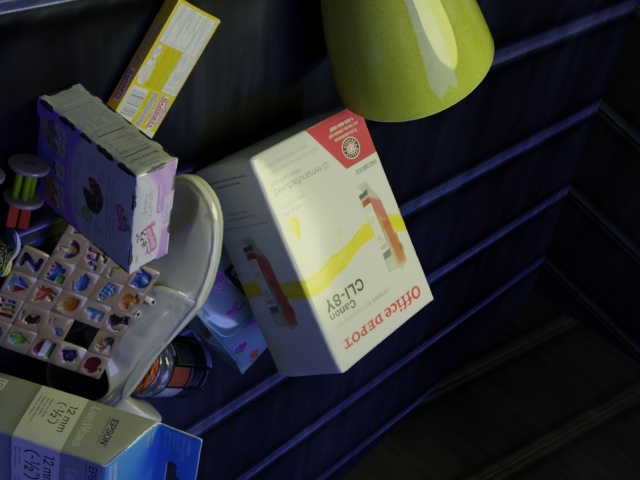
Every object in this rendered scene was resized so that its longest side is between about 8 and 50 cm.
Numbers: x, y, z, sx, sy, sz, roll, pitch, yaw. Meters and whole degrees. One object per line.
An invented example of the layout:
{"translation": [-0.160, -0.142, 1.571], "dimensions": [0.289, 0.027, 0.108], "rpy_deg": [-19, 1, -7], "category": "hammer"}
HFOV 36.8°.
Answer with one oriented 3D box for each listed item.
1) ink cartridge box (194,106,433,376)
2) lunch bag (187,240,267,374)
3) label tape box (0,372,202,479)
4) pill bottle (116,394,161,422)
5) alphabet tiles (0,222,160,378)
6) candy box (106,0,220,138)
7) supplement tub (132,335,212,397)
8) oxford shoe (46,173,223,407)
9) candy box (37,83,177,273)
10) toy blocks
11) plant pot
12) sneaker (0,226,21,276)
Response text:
{"translation": [0.000, 0.000, 1.642], "dimensions": [0.279, 0.160, 0.384], "rpy_deg": [-33, 106, -41], "category": "ink cartridge box"}
{"translation": [-0.149, 0.083, 1.749], "dimensions": [0.223, 0.160, 0.262], "rpy_deg": [-47, 148, -17], "category": "lunch bag"}
{"translation": [-0.373, 0.363, 1.477], "dimensions": [0.115, 0.348, 0.249], "rpy_deg": [-66, 173, -50], "category": "label tape box"}
{"translation": [-0.407, 0.379, 1.678], "dimensions": [0.264, 0.153, 0.153], "rpy_deg": [-52, 156, -5], "category": "pill bottle"}
{"translation": [-0.358, 0.076, 1.402], "dimensions": [0.198, 0.009, 0.237], "rpy_deg": [26, 102, -28], "category": "alphabet tiles"}
{"translation": [-0.225, -0.237, 1.341], "dimensions": [0.205, 0.027, 0.105], "rpy_deg": [-58, 158, 9], "category": "candy box"}
{"translation": [-0.288, 0.225, 1.732], "dimensions": [0.117, 0.117, 0.190], "rpy_deg": [-56, 155, 5], "category": "supplement tub"}
{"translation": [-0.294, 0.096, 1.504], "dimensions": [0.130, 0.169, 0.449], "rpy_deg": [-1, 129, -59], "category": "oxford shoe"}
{"translation": [-0.280, -0.080, 1.244], "dimensions": [0.070, 0.196, 0.164], "rpy_deg": [-31, 148, -40], "category": "candy box"}
{"translation": [-0.416, -0.032, 1.237], "dimensions": [0.123, 0.054, 0.148], "rpy_deg": [-19, 138, -51], "category": "toy blocks"}
{"translation": [0.111, -0.386, 1.509], "dimensions": [0.275, 0.275, 0.293], "rpy_deg": [-46, 140, -17], "category": "plant pot"}
{"translation": [-0.432, 0.018, 1.302], "dimensions": [0.035, 0.031, 0.083], "rpy_deg": [-16, 136, -53], "category": "sneaker"}
